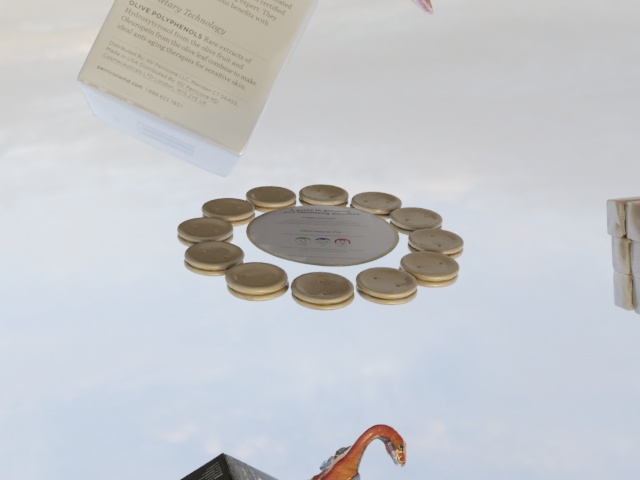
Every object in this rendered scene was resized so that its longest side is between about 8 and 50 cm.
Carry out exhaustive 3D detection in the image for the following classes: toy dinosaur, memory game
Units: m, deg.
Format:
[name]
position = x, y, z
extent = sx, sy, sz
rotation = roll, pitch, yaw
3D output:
[toy dinosaur]
position = 0.011, 0.136, 0.483
extent = 0.047, 0.082, 0.090
rotation = 34, -173, 23
[memory game]
position = 0.000, 0.000, 0.572
extent = 0.186, 0.012, 0.186
rotation = 2, -156, -1

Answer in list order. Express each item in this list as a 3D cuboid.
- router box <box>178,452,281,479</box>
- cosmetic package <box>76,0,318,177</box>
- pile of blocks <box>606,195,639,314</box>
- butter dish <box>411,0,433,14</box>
[router box]
position = -0.106, 0.239, 0.680
extent = 0.179, 0.133, 0.046
rotation = -34, -126, 9
[cosmetic package]
position = -0.068, -0.257, 0.813
extent = 0.155, 0.365, 0.197
rotation = 24, 173, -8
[pile of blocks]
position = 0.326, 0.016, 0.520
extent = 0.362, 0.112, 0.149
rotation = -9, -172, -30
[butter dish]
position = 0.052, -0.229, 0.487
extent = 0.118, 0.160, 0.160
rotation = -25, 168, 19
